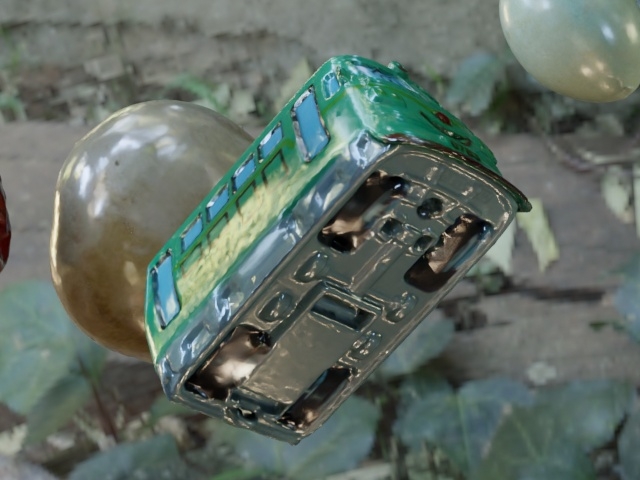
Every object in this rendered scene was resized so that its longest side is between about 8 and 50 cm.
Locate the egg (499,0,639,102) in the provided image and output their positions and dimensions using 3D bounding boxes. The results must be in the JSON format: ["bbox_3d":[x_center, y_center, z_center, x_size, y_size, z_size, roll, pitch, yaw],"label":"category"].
[{"bbox_3d":[0.225,-0.187,1.451,0.114,0.114,0.152,-37,84,-29],"label":"egg"}]

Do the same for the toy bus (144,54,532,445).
[{"bbox_3d":[0.000,0.000,1.460,0.343,0.183,0.199,-47,39,22],"label":"toy bus"}]

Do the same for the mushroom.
[{"bbox_3d":[-0.181,-0.005,1.833,0.292,0.292,0.290,-30,13,-22],"label":"mushroom"}]

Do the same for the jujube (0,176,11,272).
[{"bbox_3d":[-0.410,-0.033,1.707,0.174,0.174,0.250,-20,40,-11],"label":"jujube"}]
